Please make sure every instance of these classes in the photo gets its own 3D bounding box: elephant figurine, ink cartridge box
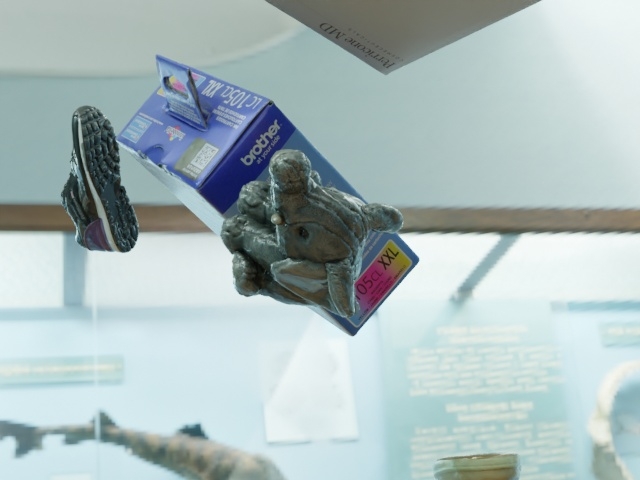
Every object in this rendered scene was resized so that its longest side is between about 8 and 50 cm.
[{"bbox_3d":[0.000,0.000,1.168,0.186,0.169,0.239,-4,-2,-25],"label":"elephant figurine"},{"bbox_3d":[-0.089,-0.073,1.462,0.395,0.151,0.270,43,-8,-36],"label":"ink cartridge box"}]

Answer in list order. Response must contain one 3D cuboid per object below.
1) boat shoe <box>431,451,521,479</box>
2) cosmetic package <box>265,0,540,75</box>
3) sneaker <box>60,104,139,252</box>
[{"bbox_3d":[0.182,0.315,1.340,0.105,0.089,0.285,-2,-24,-1],"label":"boat shoe"},{"bbox_3d":[0.140,-0.348,1.229,0.217,0.156,0.385,24,-31,-34],"label":"cosmetic package"},{"bbox_3d":[-0.435,-0.106,2.060,0.124,0.283,0.107,0,22,24],"label":"sneaker"}]
